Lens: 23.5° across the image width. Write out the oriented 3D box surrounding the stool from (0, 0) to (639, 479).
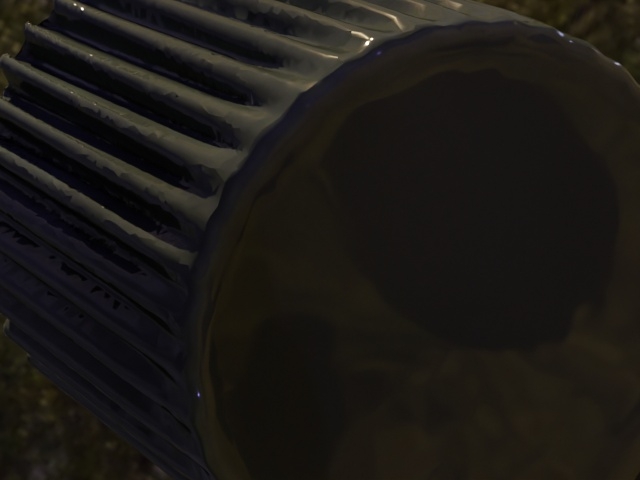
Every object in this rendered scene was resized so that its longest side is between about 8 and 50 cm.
[{"bbox_3d":[0.000,0.000,0.776,0.297,0.297,0.330,-63,27,-1],"label":"stool"}]
